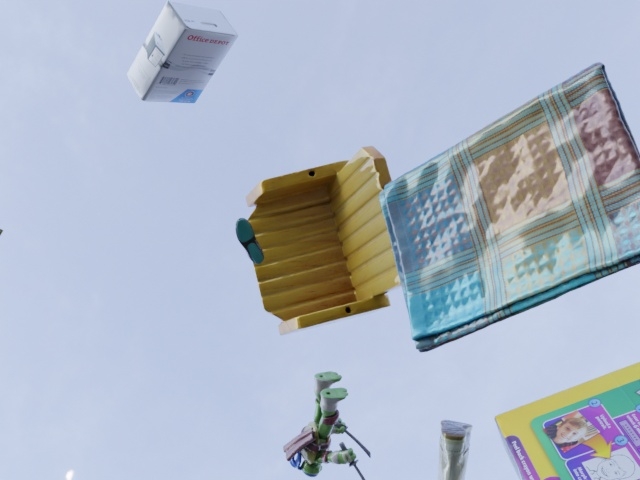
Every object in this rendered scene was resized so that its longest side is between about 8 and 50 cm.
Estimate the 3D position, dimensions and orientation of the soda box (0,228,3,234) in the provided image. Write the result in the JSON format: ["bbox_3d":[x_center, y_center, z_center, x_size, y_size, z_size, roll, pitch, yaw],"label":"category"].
[{"bbox_3d":[-0.728,-0.009,1.344,0.058,0.181,0.061,37,-115,-40],"label":"soda box"}]

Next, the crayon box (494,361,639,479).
[{"bbox_3d":[0.483,0.371,0.995,0.312,0.363,0.106,-21,-61,5],"label":"crayon box"}]

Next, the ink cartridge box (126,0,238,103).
[{"bbox_3d":[-0.275,-0.368,1.298,0.191,0.139,0.082,-47,-111,33],"label":"ink cartridge box"}]

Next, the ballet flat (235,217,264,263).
[{"bbox_3d":[-0.162,-0.001,1.454,0.041,0.041,0.114,-21,-70,4],"label":"ballet flat"}]

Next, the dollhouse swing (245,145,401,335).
[{"bbox_3d":[0.000,0.000,1.409,0.314,0.305,0.347,-14,-99,-4],"label":"dollhouse swing"}]

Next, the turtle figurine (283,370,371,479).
[{"bbox_3d":[0.055,0.488,1.678,0.274,0.198,0.267,10,-73,20],"label":"turtle figurine"}]

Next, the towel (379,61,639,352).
[{"bbox_3d":[0.241,-0.035,0.869,0.040,0.272,0.370,15,-34,-42],"label":"towel"}]

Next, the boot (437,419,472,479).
[{"bbox_3d":[0.316,0.520,1.550,0.077,0.213,0.165,3,-94,16],"label":"boot"}]
